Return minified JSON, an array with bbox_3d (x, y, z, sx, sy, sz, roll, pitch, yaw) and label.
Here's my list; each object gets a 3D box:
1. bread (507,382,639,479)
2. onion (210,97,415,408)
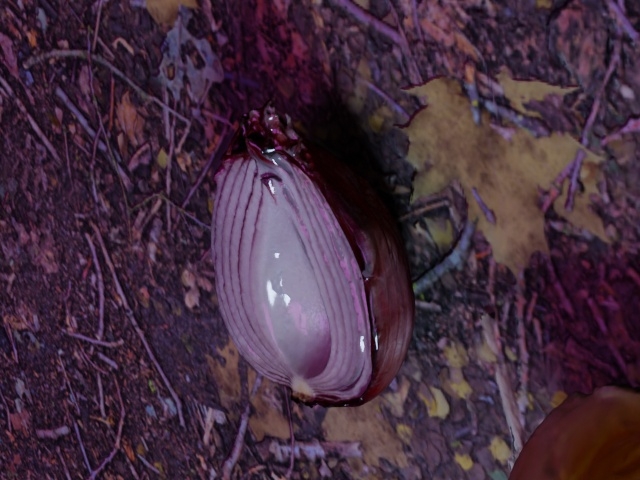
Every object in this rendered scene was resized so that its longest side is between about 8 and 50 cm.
[{"bbox_3d":[0.303,0.243,0.993,0.389,0.236,0.183,22,161,44],"label":"bread"},{"bbox_3d":[0.000,0.000,1.288,0.227,0.120,0.283,18,125,44],"label":"onion"}]
